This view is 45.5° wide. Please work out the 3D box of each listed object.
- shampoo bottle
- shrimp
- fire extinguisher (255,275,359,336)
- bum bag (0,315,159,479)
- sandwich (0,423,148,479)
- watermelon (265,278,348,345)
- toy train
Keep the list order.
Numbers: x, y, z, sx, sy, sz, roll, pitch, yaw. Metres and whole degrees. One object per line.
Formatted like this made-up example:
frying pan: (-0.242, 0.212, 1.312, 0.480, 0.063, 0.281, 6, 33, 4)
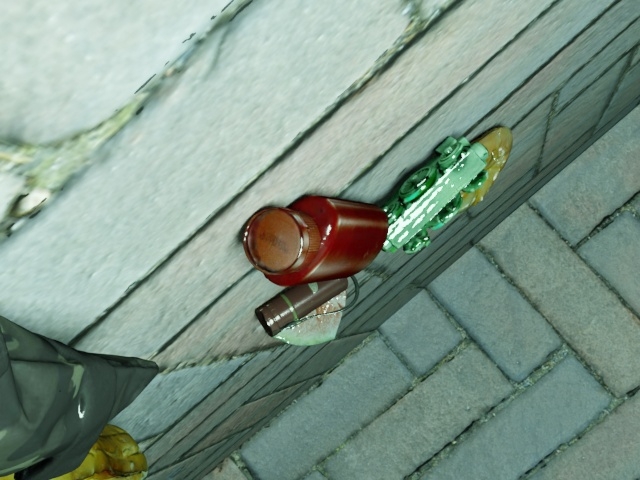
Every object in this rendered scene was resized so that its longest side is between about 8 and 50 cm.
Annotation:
shampoo bottle: (0.000, 0.000, 0.791, 0.102, 0.064, 0.260, -50, 165, 12)
shrimp: (0.192, -0.081, 1.094, 0.267, 0.061, 0.145, -30, 156, -29)
fire extinguisher: (-0.007, 0.076, 1.028, 0.157, 0.078, 0.045, -32, 161, -17)
bum bag: (-0.206, 0.092, 0.441, 0.144, 0.095, 0.340, -37, 161, -1)
sandwich: (-0.326, 0.297, 0.799, 0.271, 0.099, 0.301, -43, 165, -10)
watermelon: (-0.011, 0.121, 1.239, 0.180, 0.081, 0.094, -38, 143, -37)
toy train: (0.133, -0.056, 0.955, 0.178, 0.071, 0.104, -44, -168, 2)
